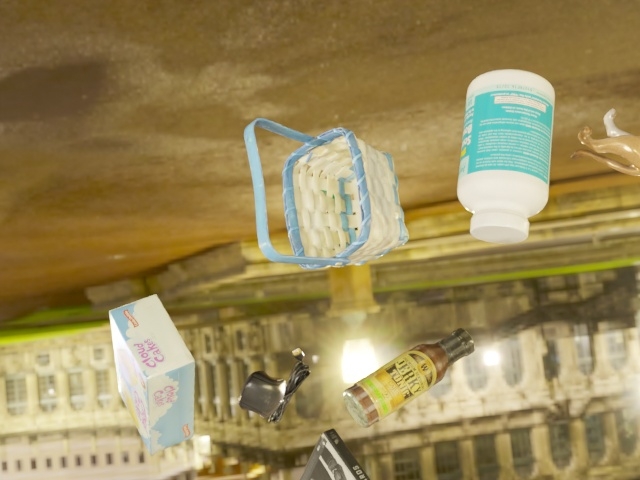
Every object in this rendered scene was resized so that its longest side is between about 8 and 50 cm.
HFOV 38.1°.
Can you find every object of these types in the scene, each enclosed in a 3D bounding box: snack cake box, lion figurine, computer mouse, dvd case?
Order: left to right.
[{"bbox_3d":[-0.289,0.237,1.604,0.089,0.152,0.264,-20,145,-23],"label":"snack cake box"},{"bbox_3d":[-0.087,0.325,2.096,0.060,0.184,0.262,25,169,23],"label":"computer mouse"},{"bbox_3d":[0.050,0.429,1.394,0.029,0.239,0.179,-14,142,-36],"label":"dvd case"},{"bbox_3d":[0.752,-0.256,1.993,0.392,0.240,0.142,-51,161,22],"label":"lion figurine"}]

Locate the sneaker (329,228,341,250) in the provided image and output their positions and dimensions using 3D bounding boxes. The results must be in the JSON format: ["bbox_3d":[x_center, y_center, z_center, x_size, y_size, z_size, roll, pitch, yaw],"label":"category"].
[{"bbox_3d":[0.000,0.000,1.857,0.081,0.094,0.208,-9,179,-20],"label":"sneaker"}]

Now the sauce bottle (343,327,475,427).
[{"bbox_3d":[0.220,0.322,2.245,0.344,0.111,0.111,-30,-177,-19],"label":"sauce bottle"}]

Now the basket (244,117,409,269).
[{"bbox_3d":[0.001,-0.067,1.590,0.289,0.255,0.201,15,150,-43],"label":"basket"}]

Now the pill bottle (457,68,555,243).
[{"bbox_3d":[0.301,-0.133,1.509,0.146,0.264,0.146,8,162,2],"label":"pill bottle"}]
